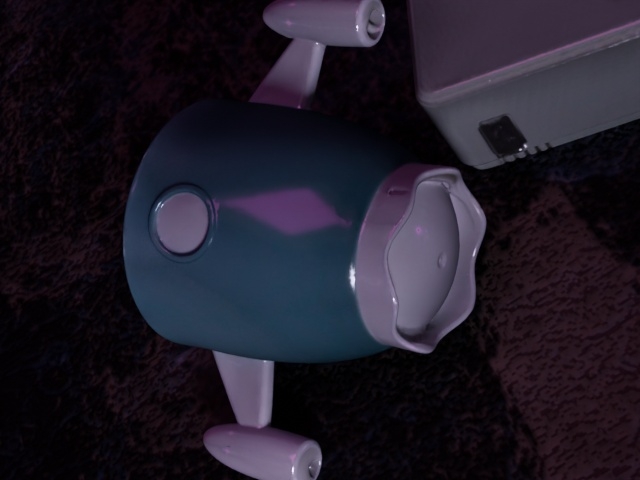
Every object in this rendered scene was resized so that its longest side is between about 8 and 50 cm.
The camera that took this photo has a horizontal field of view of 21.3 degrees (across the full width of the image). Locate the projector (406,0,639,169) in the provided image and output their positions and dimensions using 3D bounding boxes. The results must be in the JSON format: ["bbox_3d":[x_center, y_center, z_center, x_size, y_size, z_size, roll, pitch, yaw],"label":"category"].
[{"bbox_3d":[0.156,-0.184,1.093,0.192,0.099,0.256,-19,50,20],"label":"projector"}]

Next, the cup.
[{"bbox_3d":[0.000,0.000,1.019,0.173,0.167,0.299,9,92,32],"label":"cup"}]
